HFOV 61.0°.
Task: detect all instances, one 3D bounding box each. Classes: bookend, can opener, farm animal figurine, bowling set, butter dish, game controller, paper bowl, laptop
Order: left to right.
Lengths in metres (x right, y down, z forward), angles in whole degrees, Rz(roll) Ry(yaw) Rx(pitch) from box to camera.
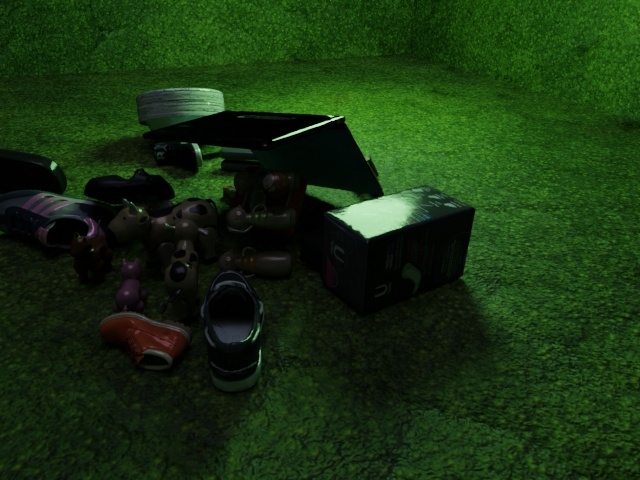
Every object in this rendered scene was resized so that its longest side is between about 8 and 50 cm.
[{"bbox_3d":[-0.438,-0.113,1.274,0.167,0.067,0.319,-15,2,-9],"label":"game controller"},{"bbox_3d":[-0.313,-0.002,1.066,0.330,0.172,0.327,15,30,25],"label":"farm animal figurine"},{"bbox_3d":[-0.459,-0.412,1.811,0.284,0.148,0.284,-5,7,1],"label":"paper bowl"},{"bbox_3d":[-0.132,-0.083,1.115,0.154,0.200,0.287,1,55,3],"label":"bowling set"},{"bbox_3d":[-0.167,-0.232,1.612,0.280,0.074,0.093,7,27,12],"label":"can opener"},{"bbox_3d":[-0.120,-0.078,1.293,0.160,0.118,0.160,12,70,6],"label":"butter dish"},{"bbox_3d":[-0.119,-0.178,1.293,0.382,0.236,0.408,12,28,36],"label":"laptop"},{"bbox_3d":[0.000,0.000,1.186,0.156,0.072,0.157,22,35,35],"label":"bookend"}]

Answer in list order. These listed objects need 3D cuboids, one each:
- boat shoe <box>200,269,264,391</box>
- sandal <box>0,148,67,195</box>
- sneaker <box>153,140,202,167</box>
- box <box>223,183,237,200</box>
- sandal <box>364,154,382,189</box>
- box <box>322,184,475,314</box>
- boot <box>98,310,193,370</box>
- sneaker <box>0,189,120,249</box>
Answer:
[{"bbox_3d":[-0.147,0.121,0.931,0.114,0.091,0.302,-6,29,-14],"label":"boat shoe"},{"bbox_3d":[-0.881,-0.165,1.380,0.446,0.167,0.107,5,46,7],"label":"sandal"},{"bbox_3d":[-0.443,-0.258,1.660,0.121,0.079,0.217,-16,24,-23],"label":"sneaker"},{"bbox_3d":[-0.184,-0.123,1.457,0.094,0.027,0.137,-25,38,-38],"label":"box"},{"bbox_3d":[0.121,-0.178,1.551,0.079,0.088,0.240,-27,17,13],"label":"sandal"},{"bbox_3d":[0.151,0.010,1.075,0.270,0.165,0.143,-16,33,-30],"label":"box"},{"bbox_3d":[-0.298,0.165,0.882,0.158,0.059,0.084,7,33,8],"label":"boot"},{"bbox_3d":[-0.606,-0.039,1.192,0.319,0.112,0.131,3,25,6],"label":"sneaker"}]
